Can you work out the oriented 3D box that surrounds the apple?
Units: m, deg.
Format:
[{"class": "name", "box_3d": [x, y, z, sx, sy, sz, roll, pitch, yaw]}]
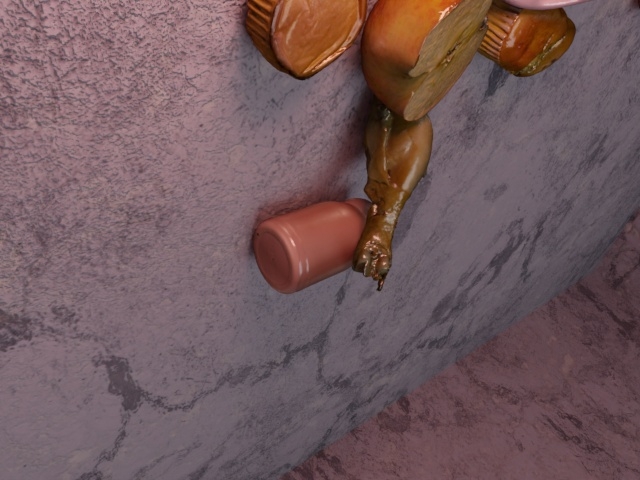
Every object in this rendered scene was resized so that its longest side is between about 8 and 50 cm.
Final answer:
[{"class": "apple", "box_3d": [0.179, -0.381, 1.130, 0.251, 0.163, 0.293, -46, 165, -15]}]

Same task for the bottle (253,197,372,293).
[{"class": "bottle", "box_3d": [0.000, 0.000, 1.424, 0.297, 0.173, 0.206, -22, 176, -35]}]

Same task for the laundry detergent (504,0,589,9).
[{"class": "laundry detergent", "box_3d": [0.428, -0.526, 1.199, 0.335, 0.088, 0.159, -13, 121, -3]}]

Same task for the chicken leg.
[{"class": "chicken leg", "box_3d": [0.140, -0.107, 1.318, 0.201, 0.152, 0.429, 20, 83, -80]}]

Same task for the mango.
[{"class": "mango", "box_3d": [0.546, -0.472, 1.519, 0.178, 0.090, 0.115, -49, 154, 20]}]

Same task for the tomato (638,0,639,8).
[{"class": "tomato", "box_3d": [0.967, -0.666, 1.696, 0.167, 0.167, 0.167, -30, 148, -21]}]

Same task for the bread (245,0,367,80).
[{"class": "bread", "box_3d": [-0.025, -0.362, 0.974, 0.199, 0.104, 0.199, -29, 143, -25]}]

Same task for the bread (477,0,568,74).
[{"class": "bread", "box_3d": [0.443, -0.466, 1.367, 0.250, 0.133, 0.179, -3, 128, -50]}]
